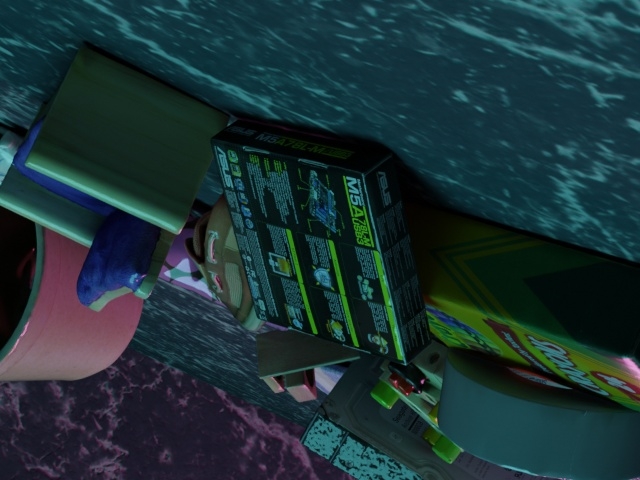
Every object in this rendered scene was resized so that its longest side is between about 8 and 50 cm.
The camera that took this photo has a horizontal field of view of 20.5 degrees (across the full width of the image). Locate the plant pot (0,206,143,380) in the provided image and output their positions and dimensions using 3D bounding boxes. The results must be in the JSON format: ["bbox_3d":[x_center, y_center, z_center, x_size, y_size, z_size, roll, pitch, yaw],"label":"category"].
[{"bbox_3d":[-0.402,0.057,2.317,0.333,0.334,0.305,18,179,31],"label":"plant pot"}]

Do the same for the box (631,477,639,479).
[{"bbox_3d":[0.465,0.296,2.162,0.159,0.044,0.233,30,168,-25],"label":"box"}]

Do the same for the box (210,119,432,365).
[{"bbox_3d":[0.000,0.000,1.515,0.184,0.045,0.191,12,128,40],"label":"box"}]

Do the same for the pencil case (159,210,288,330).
[{"bbox_3d":[-0.112,0.021,2.002,0.209,0.098,0.095,24,-165,-13],"label":"pencil case"}]

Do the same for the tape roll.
[{"bbox_3d":[0.223,0.155,1.687,0.219,0.072,0.219,7,-165,-2],"label":"tape roll"}]

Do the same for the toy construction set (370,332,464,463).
[{"bbox_3d":[0.187,0.178,1.922,0.327,0.151,0.215,6,146,48],"label":"toy construction set"}]

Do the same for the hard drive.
[{"bbox_3d":[0.165,0.259,2.151,0.339,0.064,0.237,32,-150,7],"label":"hard drive"}]

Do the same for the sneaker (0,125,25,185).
[{"bbox_3d":[-0.389,-0.106,2.085,0.083,0.071,0.190,39,155,-31],"label":"sneaker"}]

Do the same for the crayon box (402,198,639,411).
[{"bbox_3d":[0.178,0.058,1.564,0.318,0.081,0.202,18,168,34],"label":"crayon box"}]

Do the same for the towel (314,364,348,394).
[{"bbox_3d":[0.098,0.239,2.725,0.285,0.034,0.209,14,163,36],"label":"towel"}]

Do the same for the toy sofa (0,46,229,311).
[{"bbox_3d":[-0.219,-0.048,1.675,0.150,0.177,0.362,26,170,-12],"label":"toy sofa"}]

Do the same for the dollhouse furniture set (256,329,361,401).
[{"bbox_3d":[0.004,0.117,2.142,0.123,0.144,0.151,-13,150,14],"label":"dollhouse furniture set"}]

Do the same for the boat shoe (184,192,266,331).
[{"bbox_3d":[-0.073,0.005,1.801,0.116,0.123,0.324,32,163,-1],"label":"boat shoe"}]
